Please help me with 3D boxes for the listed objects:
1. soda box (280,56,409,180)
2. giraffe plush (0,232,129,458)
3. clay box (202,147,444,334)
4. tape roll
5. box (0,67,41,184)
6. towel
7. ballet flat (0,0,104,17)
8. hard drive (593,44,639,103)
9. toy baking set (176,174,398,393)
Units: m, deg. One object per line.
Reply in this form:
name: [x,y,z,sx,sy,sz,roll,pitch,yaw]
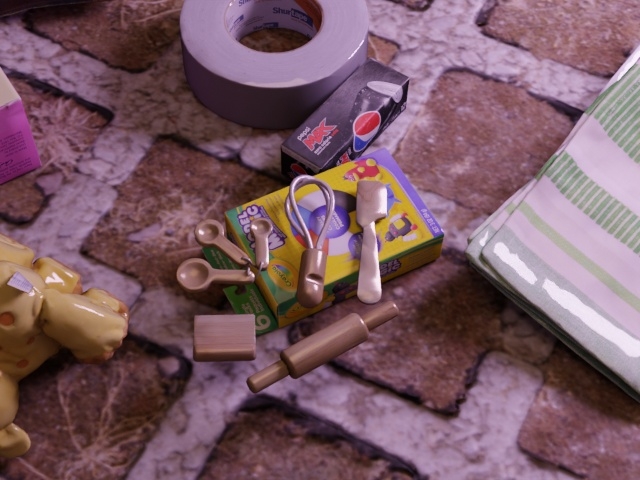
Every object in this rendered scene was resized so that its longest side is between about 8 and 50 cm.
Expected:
soda box: [0.029,-0.128,1.249,0.060,0.053,0.169,32,61,20]
giraffe plush: [-0.294,0.105,1.034,0.181,0.210,0.170,31,93,6]
clay box: [0.000,0.000,1.159,0.222,0.053,0.127,-23,60,-16]
tape roll: [-0.053,-0.235,1.312,0.219,0.072,0.219,0,56,0]
box: [-0.460,-0.149,1.220,0.214,0.117,0.243,-28,61,-19]
towel: [0.335,-0.027,1.137,0.248,0.038,0.325,39,75,13]
ballet flat: [-0.389,-0.334,1.363,0.349,0.123,0.123,-6,55,-4]
hard drive: [0.485,-0.125,1.234,0.319,0.040,0.210,36,62,13]
toy baking set: [-0.021,0.030,1.090,0.256,0.030,0.196,-23,64,-15]
